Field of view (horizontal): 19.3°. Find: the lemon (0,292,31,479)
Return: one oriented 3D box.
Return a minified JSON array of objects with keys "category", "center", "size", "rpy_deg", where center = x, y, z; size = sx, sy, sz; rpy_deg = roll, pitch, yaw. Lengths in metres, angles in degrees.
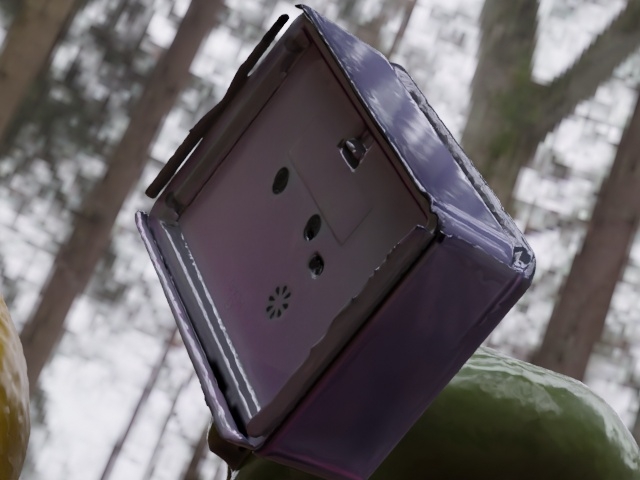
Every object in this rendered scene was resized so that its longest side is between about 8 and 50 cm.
[{"category":"lemon","center":[-0.228,0.071,0.863],"size":[0.188,0.188,0.257],"rpy_deg":[45,7,-38]}]

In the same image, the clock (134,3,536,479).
[{"category":"clock","center":[-0.001,0.000,0.862],"size":[0.073,0.193,0.144],"rpy_deg":[26,-68,-34]}]

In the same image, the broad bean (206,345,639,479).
[{"category":"broad bean","center":[0.053,0.118,0.966],"size":[0.228,0.100,0.169],"rpy_deg":[16,-52,-15]}]
